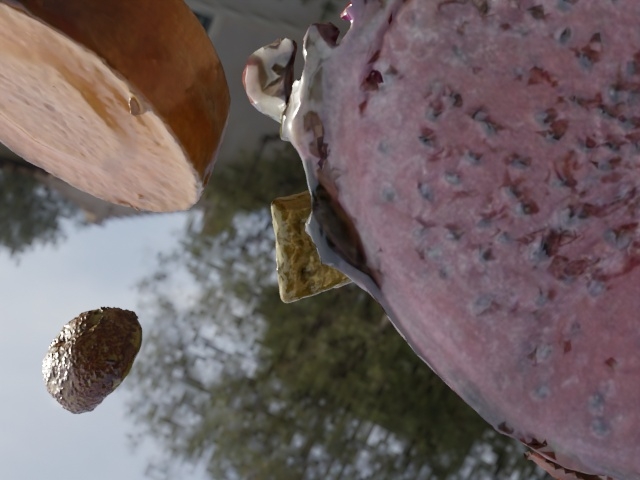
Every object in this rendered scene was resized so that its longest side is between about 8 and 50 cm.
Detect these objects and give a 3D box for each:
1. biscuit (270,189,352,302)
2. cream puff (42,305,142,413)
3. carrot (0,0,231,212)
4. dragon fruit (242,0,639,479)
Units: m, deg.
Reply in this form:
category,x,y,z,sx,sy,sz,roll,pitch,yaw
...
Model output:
category,x,y,z,sx,sy,sz,roll,pitch,yaw
biscuit,0.000,0.000,1.158,0.081,0.083,0.018,-14,-163,-32
cream puff,-0.283,0.138,1.857,0.084,0.149,0.149,39,-169,-23
carrot,-0.192,-0.123,1.138,0.258,0.100,0.307,14,150,29
dragon fruit,0.170,-0.061,0.700,0.314,0.296,0.263,43,-155,12
